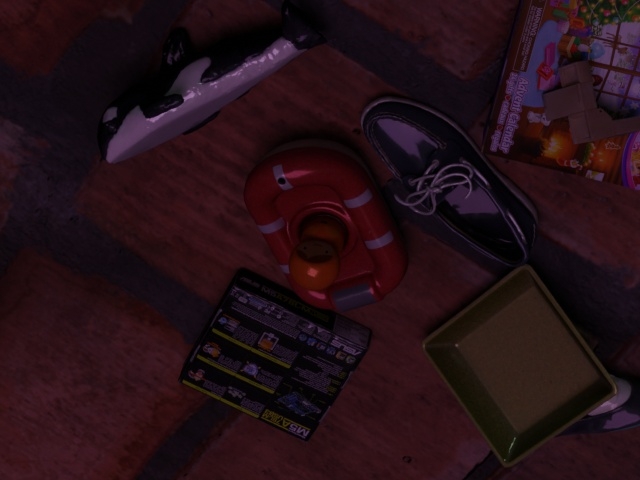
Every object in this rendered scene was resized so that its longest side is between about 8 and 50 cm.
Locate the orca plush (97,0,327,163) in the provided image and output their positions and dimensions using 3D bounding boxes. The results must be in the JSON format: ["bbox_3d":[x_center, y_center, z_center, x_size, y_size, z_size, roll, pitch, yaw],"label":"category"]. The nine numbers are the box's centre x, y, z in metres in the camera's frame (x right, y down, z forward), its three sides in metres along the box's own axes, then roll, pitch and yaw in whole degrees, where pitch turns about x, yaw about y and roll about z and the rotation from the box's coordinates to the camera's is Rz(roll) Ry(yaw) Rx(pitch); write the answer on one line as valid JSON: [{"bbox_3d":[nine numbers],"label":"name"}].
[{"bbox_3d":[-0.143,-0.197,1.869,0.287,0.151,0.102,-32,81,31],"label":"orca plush"}]

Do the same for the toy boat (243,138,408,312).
[{"bbox_3d":[0.000,0.000,1.939,0.151,0.151,0.231,-18,118,21],"label":"toy boat"}]

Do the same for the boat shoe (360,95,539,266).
[{"bbox_3d":[0.146,-0.063,1.912,0.095,0.079,0.254,-37,110,30],"label":"boat shoe"}]

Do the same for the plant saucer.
[{"bbox_3d":[0.244,0.147,2.019,0.188,0.045,0.188,-40,80,31],"label":"plant saucer"}]

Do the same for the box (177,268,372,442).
[{"bbox_3d":[-0.058,0.147,2.117,0.191,0.045,0.184,25,127,-7],"label":"box"}]

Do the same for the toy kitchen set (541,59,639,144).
[{"bbox_3d":[0.288,-0.148,1.790,0.068,0.075,0.083,-12,89,61],"label":"toy kitchen set"}]

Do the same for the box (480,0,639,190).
[{"bbox_3d":[0.303,-0.204,1.798,0.201,0.057,0.293,13,125,2],"label":"box"}]

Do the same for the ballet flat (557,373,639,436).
[{"bbox_3d":[0.322,0.202,2.057,0.203,0.074,0.074,-14,120,22],"label":"ballet flat"}]
